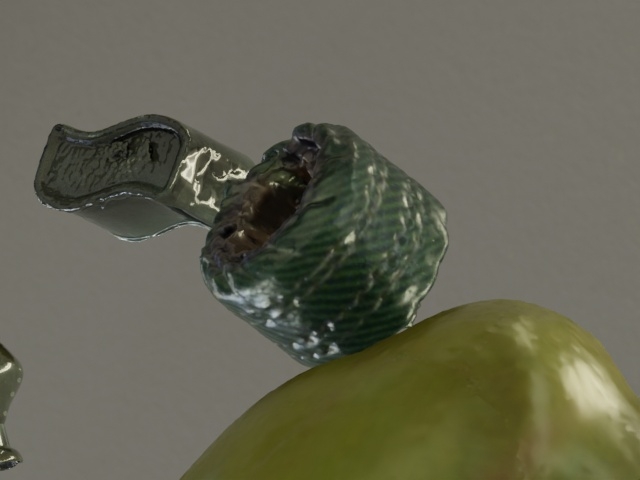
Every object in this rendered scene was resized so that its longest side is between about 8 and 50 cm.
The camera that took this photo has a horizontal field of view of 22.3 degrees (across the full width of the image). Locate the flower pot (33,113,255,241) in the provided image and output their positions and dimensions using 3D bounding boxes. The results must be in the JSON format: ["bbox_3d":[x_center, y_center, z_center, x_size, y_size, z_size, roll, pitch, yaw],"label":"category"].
[{"bbox_3d":[-0.182,-0.063,1.664,0.229,0.108,0.103,-2,-110,41],"label":"flower pot"}]

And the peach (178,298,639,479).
[{"bbox_3d":[0.061,0.196,0.732,0.281,0.315,0.314,42,-84,20],"label":"peach"}]

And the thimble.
[{"bbox_3d":[0.001,0.000,0.886,0.118,0.090,0.135,-41,-156,19],"label":"thimble"}]

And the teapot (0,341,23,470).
[{"bbox_3d":[-0.301,0.134,1.280,0.130,0.165,0.119,-18,-101,9],"label":"teapot"}]
